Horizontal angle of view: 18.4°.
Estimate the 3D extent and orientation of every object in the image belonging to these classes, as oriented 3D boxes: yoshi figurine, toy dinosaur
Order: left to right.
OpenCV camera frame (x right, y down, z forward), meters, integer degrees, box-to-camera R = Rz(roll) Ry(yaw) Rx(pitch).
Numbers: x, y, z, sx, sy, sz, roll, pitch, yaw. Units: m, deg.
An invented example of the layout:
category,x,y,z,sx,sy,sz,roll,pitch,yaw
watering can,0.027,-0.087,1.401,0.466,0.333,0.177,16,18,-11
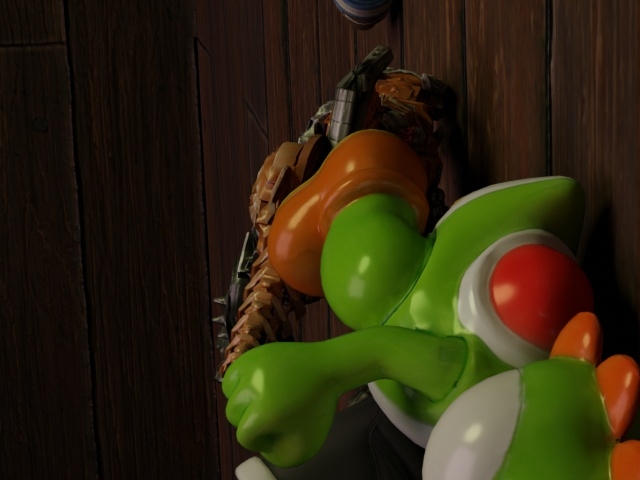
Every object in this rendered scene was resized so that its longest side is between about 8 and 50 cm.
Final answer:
category,x,y,z,sx,sy,sz,roll,pitch,yaw
toy dinosaur,0.000,0.000,1.234,0.164,0.322,0.218,25,124,33
yoshi figurine,0.070,0.109,0.979,0.362,0.203,0.203,-113,4,-57

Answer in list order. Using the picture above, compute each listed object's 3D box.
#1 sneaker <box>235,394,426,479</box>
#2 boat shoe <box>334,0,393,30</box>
category,x,y,z,sx,sy,sz,roll,pitch,yaw
sneaker,0.087,0.206,1.183,0.296,0.147,0.104,55,175,-22
boat shoe,0.014,-0.245,1.505,0.066,0.066,0.183,105,159,-69
